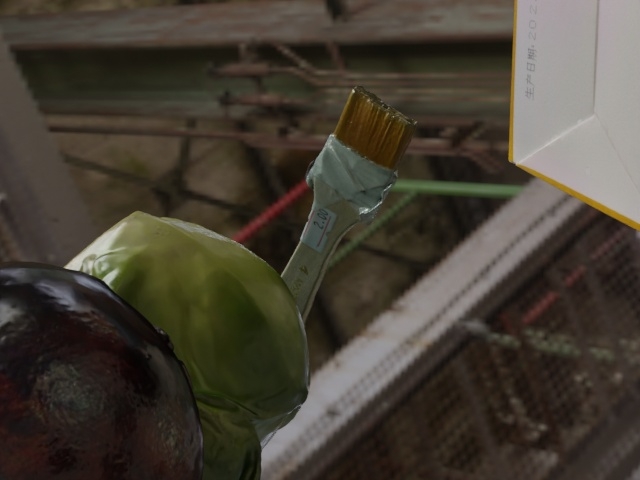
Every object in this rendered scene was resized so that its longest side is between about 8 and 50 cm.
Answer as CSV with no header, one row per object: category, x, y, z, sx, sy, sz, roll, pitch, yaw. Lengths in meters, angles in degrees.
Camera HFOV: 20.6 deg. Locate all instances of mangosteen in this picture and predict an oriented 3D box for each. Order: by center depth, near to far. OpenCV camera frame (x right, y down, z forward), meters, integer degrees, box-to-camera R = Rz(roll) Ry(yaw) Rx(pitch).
mangosteen,-0.240,0.160,1.361,0.311,0.311,0.311,-5,-83,-41

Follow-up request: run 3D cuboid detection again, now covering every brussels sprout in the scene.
brussels sprout,-0.136,0.122,1.623,0.259,0.227,0.294,-31,-86,-47

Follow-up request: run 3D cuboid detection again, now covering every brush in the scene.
brush,0.000,0.000,1.700,0.020,0.085,0.336,-40,-20,-52

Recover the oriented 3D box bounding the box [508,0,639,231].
box,0.305,-0.171,1.411,0.214,0.259,0.283,-11,-67,-24
